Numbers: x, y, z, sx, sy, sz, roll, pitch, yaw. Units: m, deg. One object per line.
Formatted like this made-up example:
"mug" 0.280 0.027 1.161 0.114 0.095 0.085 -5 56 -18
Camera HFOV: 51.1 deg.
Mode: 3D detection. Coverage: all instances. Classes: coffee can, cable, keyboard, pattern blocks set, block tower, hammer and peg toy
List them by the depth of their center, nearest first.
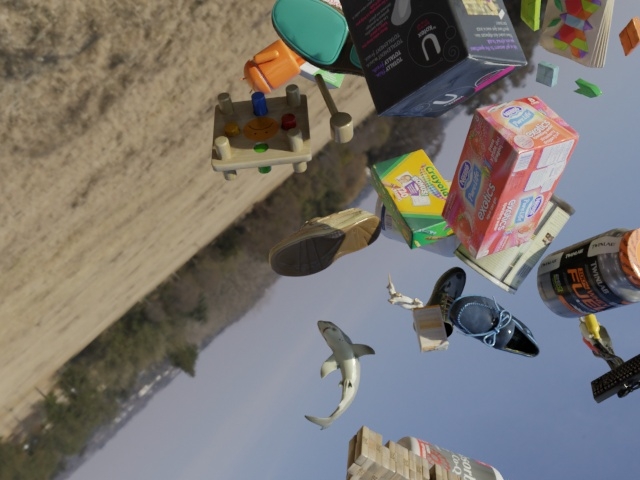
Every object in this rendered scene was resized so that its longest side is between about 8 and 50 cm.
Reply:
"pattern blocks set" 0.526 -0.453 1.372 0.026 0.325 0.285 -28 -146 -24
"block tower" 0.207 0.524 1.427 0.091 0.335 0.097 -55 -171 25
"keyboard" 0.742 0.333 1.631 0.180 0.023 0.108 -42 -165 28
"hammer and peg toy" -0.100 -0.292 1.740 0.360 0.127 0.266 -7 -131 1
"coffee can" 0.519 -0.022 1.811 0.275 0.201 0.201 -56 -178 9
"cable" 0.817 0.330 1.948 0.072 0.140 0.287 -5 -149 7

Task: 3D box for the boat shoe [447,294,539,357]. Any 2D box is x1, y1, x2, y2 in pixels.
"boat shoe" 0.390 0.185 1.455 0.109 0.258 0.089 -64 -148 12

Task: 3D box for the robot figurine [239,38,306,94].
"robot figurine" -0.151 -0.547 2.113 0.219 0.128 0.158 -33 -160 6

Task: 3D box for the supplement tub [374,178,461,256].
"supplement tub" 0.363 -0.082 2.132 0.235 0.324 0.236 -30 130 -45

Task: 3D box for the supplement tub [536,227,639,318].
"supplement tub" 0.731 0.083 1.736 0.193 0.193 0.316 -46 -176 -28

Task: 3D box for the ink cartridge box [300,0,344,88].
"ink cartridge box" 0.015 -0.705 2.338 0.289 0.211 0.121 -67 -163 2

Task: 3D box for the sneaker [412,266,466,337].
"sneaker" 0.352 0.181 1.835 0.222 0.083 0.118 -59 -160 -1

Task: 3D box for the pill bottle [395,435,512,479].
"pill bottle" 0.356 0.673 1.769 0.210 0.362 0.210 -158 -90 -82

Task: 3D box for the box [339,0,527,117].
"box" 0.136 -0.323 0.912 0.143 0.271 0.165 -8 167 -43

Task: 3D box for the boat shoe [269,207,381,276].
"boat shoe" 0.000 0.000 1.817 0.341 0.122 0.110 -19 -145 -27

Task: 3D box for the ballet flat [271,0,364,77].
"ballet flat" 0.091 -0.494 1.745 0.164 0.482 0.182 -65 157 10

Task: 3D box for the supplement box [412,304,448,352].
"supplement box" 0.247 0.200 1.514 0.062 0.099 0.036 -6 149 -1

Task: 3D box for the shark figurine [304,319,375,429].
"shark figurine" 0.066 0.348 1.690 0.116 0.166 0.279 23 71 -68

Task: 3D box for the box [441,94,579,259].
"box" 0.374 -0.124 1.360 0.154 0.142 0.300 -16 142 -20

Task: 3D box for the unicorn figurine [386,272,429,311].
"unicorn figurine" 0.225 0.160 1.814 0.060 0.162 0.111 -51 168 3

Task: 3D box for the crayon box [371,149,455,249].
"crayon box" 0.270 -0.119 1.879 0.165 0.279 0.081 -18 142 -11
